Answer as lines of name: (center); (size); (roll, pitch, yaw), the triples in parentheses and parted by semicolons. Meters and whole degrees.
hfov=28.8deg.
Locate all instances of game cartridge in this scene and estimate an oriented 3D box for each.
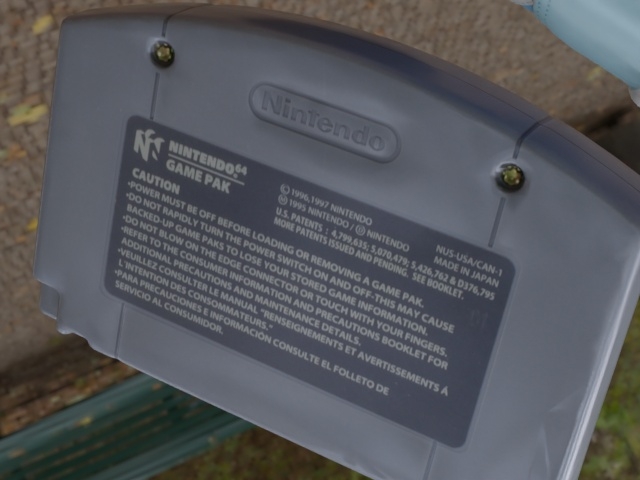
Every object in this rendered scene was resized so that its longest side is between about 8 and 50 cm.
game cartridge: (0.000, 0.000, 0.591); (0.062, 0.297, 0.198); (-27, 135, -61)

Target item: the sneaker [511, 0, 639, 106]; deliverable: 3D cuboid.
sneaker: (0.119, -0.194, 0.519); (0.127, 0.208, 0.319); (-54, -173, 39)
